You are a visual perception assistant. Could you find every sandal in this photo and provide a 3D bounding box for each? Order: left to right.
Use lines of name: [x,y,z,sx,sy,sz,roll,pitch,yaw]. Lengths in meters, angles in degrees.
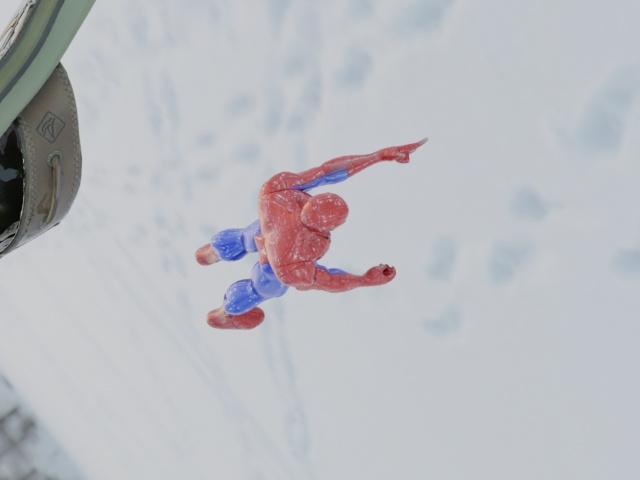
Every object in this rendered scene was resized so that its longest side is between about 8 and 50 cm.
sandal: [-0.164,-0.057,0.964,0.086,0.303,0.120,34,172,-18]

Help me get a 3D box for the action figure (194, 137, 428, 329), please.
action figure: [0.000,0.000,1.277,0.280,0.139,0.091,141,117,-73]
